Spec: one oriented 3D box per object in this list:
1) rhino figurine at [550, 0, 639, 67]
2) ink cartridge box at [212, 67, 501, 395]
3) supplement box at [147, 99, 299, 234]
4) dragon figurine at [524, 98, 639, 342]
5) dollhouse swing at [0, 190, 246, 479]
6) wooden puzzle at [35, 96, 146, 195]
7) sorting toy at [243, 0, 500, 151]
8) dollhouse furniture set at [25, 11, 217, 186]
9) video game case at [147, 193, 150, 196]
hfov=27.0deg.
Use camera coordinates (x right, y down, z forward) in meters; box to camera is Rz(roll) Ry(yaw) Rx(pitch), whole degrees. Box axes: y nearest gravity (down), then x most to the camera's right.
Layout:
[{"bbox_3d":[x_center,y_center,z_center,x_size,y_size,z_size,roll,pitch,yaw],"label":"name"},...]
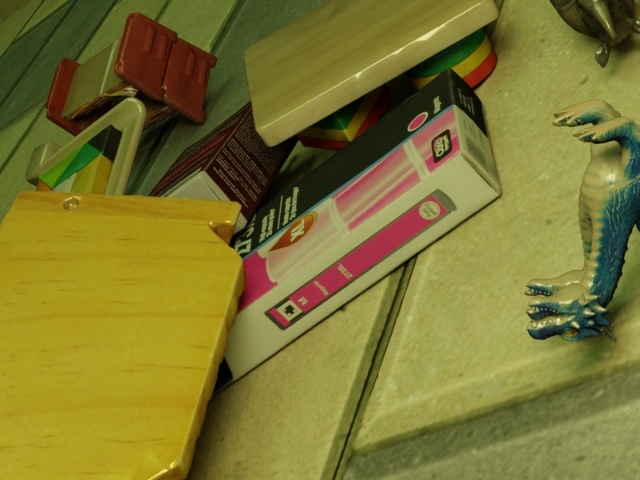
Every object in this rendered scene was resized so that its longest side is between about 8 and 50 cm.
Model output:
[{"bbox_3d":[0.235,-0.223,1.167,0.073,0.106,0.243,-29,26,14],"label":"rhino figurine"},{"bbox_3d":[0.000,0.000,1.250,0.371,0.069,0.175,-38,24,21],"label":"ink cartridge box"},{"bbox_3d":[-0.114,-0.059,1.408,0.130,0.073,0.239,-34,15,27],"label":"supplement box"},{"bbox_3d":[0.245,-0.039,0.868,0.289,0.144,0.085,-26,21,-4],"label":"dragon figurine"},{"bbox_3d":[-0.220,0.184,1.235,0.315,0.305,0.347,3,48,13],"label":"dollhouse swing"},{"bbox_3d":[-0.311,-0.046,1.652,0.221,0.044,0.238,-30,41,36],"label":"wooden puzzle"},{"bbox_3d":[0.057,-0.188,1.387,0.257,0.089,0.255,-29,25,8],"label":"sorting toy"},{"bbox_3d":[-0.295,-0.108,1.863,0.201,0.152,0.374,-19,51,45],"label":"dollhouse furniture set"},{"bbox_3d":[-0.229,0.046,1.537,0.232,0.042,0.210,-38,29,26],"label":"video game case"}]
